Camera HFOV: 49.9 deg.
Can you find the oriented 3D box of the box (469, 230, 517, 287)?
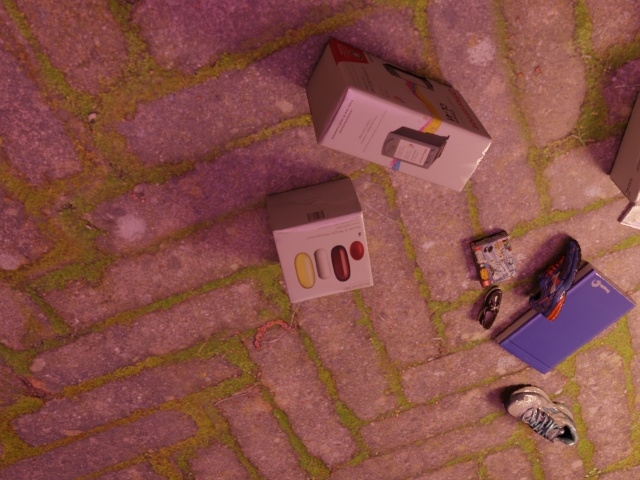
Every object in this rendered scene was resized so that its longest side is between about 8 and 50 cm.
[{"bbox_3d":[0.427,0.048,1.694,0.094,0.027,0.137,-20,127,4],"label":"box"}]

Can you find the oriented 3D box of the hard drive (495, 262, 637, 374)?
[{"bbox_3d":[0.661,0.219,1.852,0.210,0.040,0.319,33,115,-28],"label":"hard drive"}]

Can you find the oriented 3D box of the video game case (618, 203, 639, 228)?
[{"bbox_3d":[0.796,-0.082,1.672,0.087,0.011,0.122,14,122,-18],"label":"video game case"}]

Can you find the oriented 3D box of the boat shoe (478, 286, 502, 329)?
[{"bbox_3d":[0.445,0.177,1.786,0.046,0.038,0.125,8,124,-15],"label":"boat shoe"}]

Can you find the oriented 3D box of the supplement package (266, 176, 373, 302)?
[{"bbox_3d":[0.000,0.000,1.510,0.194,0.149,0.203,-13,126,0],"label":"supplement package"}]

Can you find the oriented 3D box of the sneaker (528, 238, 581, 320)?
[{"bbox_3d":[0.589,0.095,1.724,0.087,0.083,0.221,23,110,17],"label":"sneaker"}]

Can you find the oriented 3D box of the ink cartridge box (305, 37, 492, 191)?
[{"bbox_3d":[0.141,-0.239,1.311,0.306,0.226,0.131,15,124,-21],"label":"ink cartridge box"}]

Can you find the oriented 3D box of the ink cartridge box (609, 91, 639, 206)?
[{"bbox_3d":[0.835,-0.204,1.515,0.307,0.129,0.223,-2,127,-8],"label":"ink cartridge box"}]

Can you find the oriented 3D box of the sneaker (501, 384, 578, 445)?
[{"bbox_3d":[0.659,0.522,2.023,0.283,0.122,0.110,25,118,-25],"label":"sneaker"}]
